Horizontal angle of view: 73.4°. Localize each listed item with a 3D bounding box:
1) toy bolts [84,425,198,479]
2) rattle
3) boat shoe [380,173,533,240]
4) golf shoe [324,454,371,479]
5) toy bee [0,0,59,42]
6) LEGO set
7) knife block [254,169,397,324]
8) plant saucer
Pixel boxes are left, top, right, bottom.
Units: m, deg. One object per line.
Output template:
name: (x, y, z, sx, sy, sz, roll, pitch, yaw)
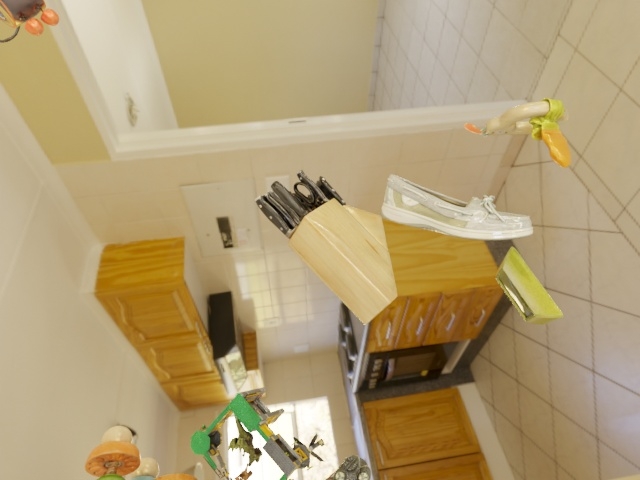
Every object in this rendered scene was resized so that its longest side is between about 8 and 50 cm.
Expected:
toy bolts: (-0.364, 0.498, 0.907, 0.158, 0.218, 0.228, -108, 20, -52)
rattle: (0.410, -0.206, 0.904, 0.130, 0.200, 0.142, -18, -83, -51)
boat shoe: (0.284, -0.069, 0.917, 0.118, 0.320, 0.103, -13, -66, -55)
golf shoe: (0.023, 0.686, 1.127, 0.105, 0.273, 0.120, 49, 165, 24)
toy bee: (-0.428, -0.365, 0.570, 0.195, 0.162, 0.298, -54, -6, -1)
LEGO set: (-0.169, 0.571, 1.187, 0.255, 0.331, 0.192, -57, -22, -1)
knife block: (0.000, 0.000, 0.789, 0.088, 0.242, 0.275, 125, 150, -45)
plant saucer: (0.493, 0.124, 1.049, 0.188, 0.045, 0.188, 62, -175, 22)
